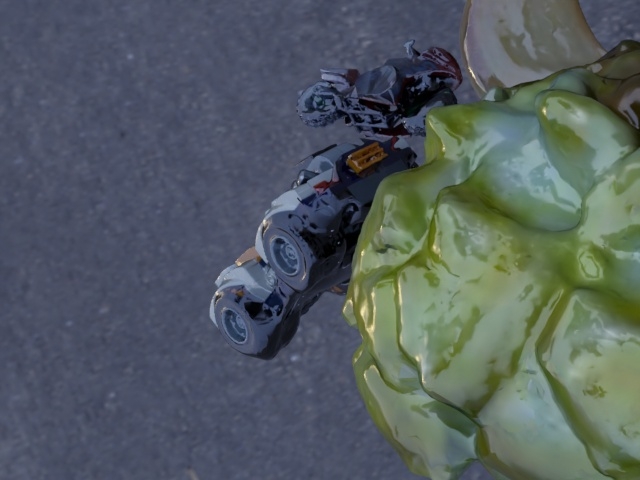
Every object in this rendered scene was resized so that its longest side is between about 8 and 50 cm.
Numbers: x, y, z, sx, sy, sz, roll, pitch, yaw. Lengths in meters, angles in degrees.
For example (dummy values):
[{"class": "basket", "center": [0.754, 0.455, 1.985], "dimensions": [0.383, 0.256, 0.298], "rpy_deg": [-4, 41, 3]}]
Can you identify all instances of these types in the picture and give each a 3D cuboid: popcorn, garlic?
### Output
[{"class": "popcorn", "center": [0.111, 0.014, 0.476], "dimensions": [0.198, 0.198, 0.212], "rpy_deg": [40, 131, 24]}, {"class": "garlic", "center": [0.273, -0.202, 1.620], "dimensions": [0.196, 0.151, 0.338], "rpy_deg": [-47, 47, 29]}]

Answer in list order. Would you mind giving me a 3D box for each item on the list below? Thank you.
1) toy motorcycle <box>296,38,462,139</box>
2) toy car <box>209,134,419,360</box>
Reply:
[{"class": "toy motorcycle", "center": [0.073, -0.175, 1.579], "dimensions": [0.213, 0.122, 0.082], "rpy_deg": [8, 139, 36]}, {"class": "toy car", "center": [-0.001, -0.002, 1.417], "dimensions": [0.118, 0.193, 0.301], "rpy_deg": [51, 144, 15]}]
